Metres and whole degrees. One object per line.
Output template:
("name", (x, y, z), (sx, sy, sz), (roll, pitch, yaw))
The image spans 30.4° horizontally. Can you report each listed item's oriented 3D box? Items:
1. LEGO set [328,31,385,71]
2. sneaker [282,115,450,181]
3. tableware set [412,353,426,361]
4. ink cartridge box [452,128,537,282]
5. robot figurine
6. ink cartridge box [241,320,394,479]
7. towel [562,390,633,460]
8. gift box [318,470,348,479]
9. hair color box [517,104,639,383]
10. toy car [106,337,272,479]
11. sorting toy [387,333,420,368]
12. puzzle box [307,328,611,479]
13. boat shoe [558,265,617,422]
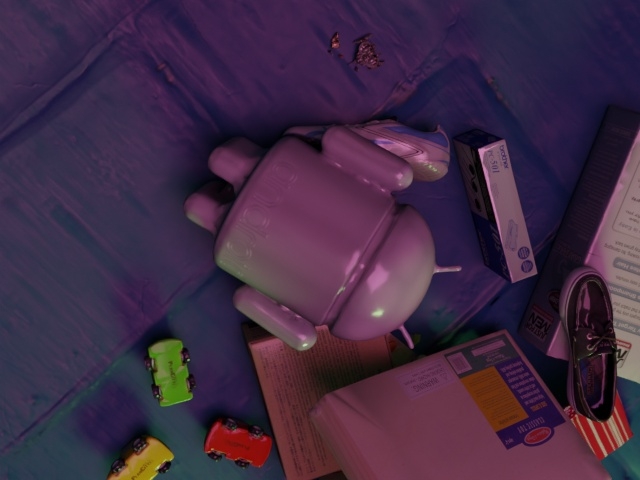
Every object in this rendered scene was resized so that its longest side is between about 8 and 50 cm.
("LEGO set", (0.053, -0.257, 1.616), (0.083, 0.023, 0.054), (-1, 105, -16))
("sneaker", (0.062, -0.133, 1.632), (0.237, 0.085, 0.086), (6, 63, -10))
("tableware set", (0.167, 0.233, 1.722), (0.169, 0.020, 0.141), (9, 77, -53))
("ink cartridge box", (0.250, -0.051, 1.689), (0.046, 0.097, 0.207), (-21, 109, -10))
("robot figurine", (0.000, 0.000, 1.542), (0.353, 0.200, 0.300), (30, 111, 3))
("ink cartridge box", (0.010, 0.208, 1.688), (0.193, 0.088, 0.234), (-16, 109, -7))
("towel", (0.362, 0.340, 1.818), (0.275, 0.031, 0.199), (-37, 138, -5))
("gift box", (0.105, 0.455, 1.701), (0.276, 0.258, 0.255), (-4, 107, 0))
("hair color box", (0.459, 0.008, 1.757), (0.185, 0.113, 0.374), (18, 98, -19))
("toy car", (-0.200, 0.236, 1.659), (0.239, 0.053, 0.225), (-13, 107, -13))
("sorting toy", (0.111, 0.163, 1.751), (0.062, 0.012, 0.083), (39, 92, -21))
("puzzle box", (0.200, 0.281, 1.593), (0.409, 0.272, 0.052), (-12, 151, -46))
("boat shoe", (0.388, 0.153, 1.674), (0.080, 0.076, 0.228), (-5, 106, -14))
